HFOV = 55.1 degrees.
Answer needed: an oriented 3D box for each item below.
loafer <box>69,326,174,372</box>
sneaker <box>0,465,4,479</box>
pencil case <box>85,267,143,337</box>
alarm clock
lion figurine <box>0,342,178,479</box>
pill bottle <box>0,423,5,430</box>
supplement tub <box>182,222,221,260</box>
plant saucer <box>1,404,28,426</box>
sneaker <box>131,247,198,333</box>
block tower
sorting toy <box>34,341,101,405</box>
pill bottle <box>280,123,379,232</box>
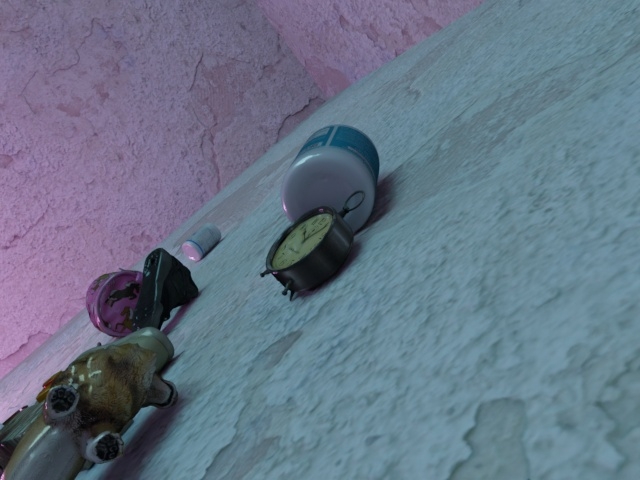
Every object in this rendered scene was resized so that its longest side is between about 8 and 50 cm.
[{"bbox_3d":[-0.376,0.235,1.068,0.269,0.102,0.092,-32,9,24],"label":"loafer"},{"bbox_3d":[-0.497,0.344,0.890,0.131,0.112,0.319,-28,44,6],"label":"sneaker"},{"bbox_3d":[-0.507,0.155,1.565,0.160,0.167,0.386,-6,1,-23],"label":"pencil case"},{"bbox_3d":[0.000,0.000,0.885,0.192,0.064,0.129,-49,25,-6],"label":"alarm clock"},{"bbox_3d":[-0.333,0.283,0.732,0.392,0.142,0.240,-49,9,-21],"label":"lion figurine"},{"bbox_3d":[-0.674,0.444,1.191,0.094,0.094,0.169,-25,19,45],"label":"pill bottle"},{"bbox_3d":[-0.353,0.004,1.823,0.071,0.071,0.107,-25,20,46],"label":"supplement tub"},{"bbox_3d":[-0.726,0.461,1.383,0.199,0.036,0.198,-38,16,13],"label":"plant saucer"},{"bbox_3d":[-0.331,0.138,1.334,0.087,0.130,0.227,-25,47,31],"label":"sneaker"},{"bbox_3d":[-0.436,0.315,0.986,0.335,0.097,0.091,-28,16,42],"label":"block tower"},{"bbox_3d":[-0.642,0.346,1.544,0.208,0.038,0.193,-42,14,-10],"label":"sorting toy"},{"bbox_3d":[0.026,-0.112,1.042,0.146,0.146,0.264,-34,14,20],"label":"pill bottle"}]
